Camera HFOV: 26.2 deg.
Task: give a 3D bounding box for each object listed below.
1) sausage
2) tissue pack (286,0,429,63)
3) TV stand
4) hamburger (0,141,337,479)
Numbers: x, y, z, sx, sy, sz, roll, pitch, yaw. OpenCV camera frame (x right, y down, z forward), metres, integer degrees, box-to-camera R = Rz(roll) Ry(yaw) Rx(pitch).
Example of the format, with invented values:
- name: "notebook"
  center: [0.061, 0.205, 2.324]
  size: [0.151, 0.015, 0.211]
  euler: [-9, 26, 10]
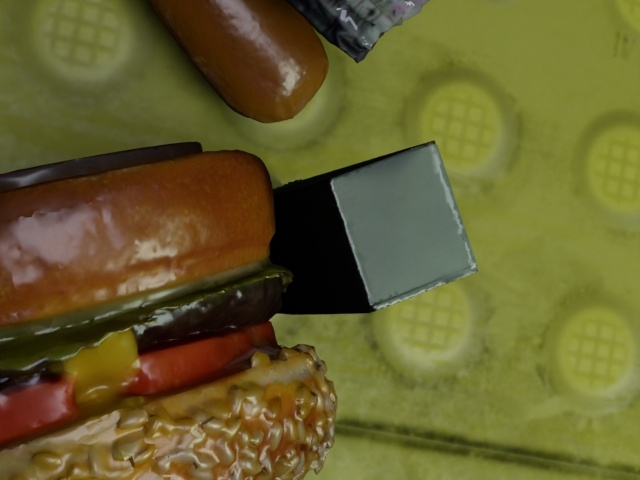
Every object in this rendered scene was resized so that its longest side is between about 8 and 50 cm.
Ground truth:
- name: "sausage"
  center: [-0.081, -0.194, 1.021]
  size: [0.098, 0.098, 0.238]
  euler: [-38, 99, -18]
- name: "tissue pack"
  center: [-0.032, -0.304, 0.980]
  size: [0.332, 0.123, 0.245]
  euler: [43, 31, -13]
- name: "TV stand"
  center: [0.000, 0.000, 0.946]
  size: [0.083, 0.269, 0.088]
  euler: [-21, 94, -21]
- name: "hamburger"
  center: [-0.159, 0.081, 0.855]
  size: [0.330, 0.330, 0.250]
  euler: [-13, 93, -21]
